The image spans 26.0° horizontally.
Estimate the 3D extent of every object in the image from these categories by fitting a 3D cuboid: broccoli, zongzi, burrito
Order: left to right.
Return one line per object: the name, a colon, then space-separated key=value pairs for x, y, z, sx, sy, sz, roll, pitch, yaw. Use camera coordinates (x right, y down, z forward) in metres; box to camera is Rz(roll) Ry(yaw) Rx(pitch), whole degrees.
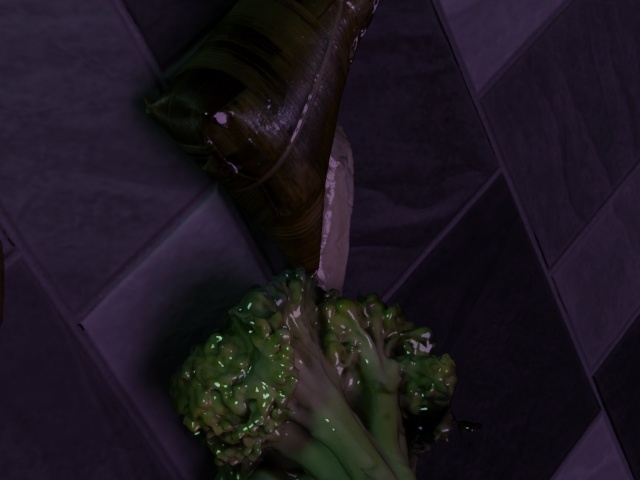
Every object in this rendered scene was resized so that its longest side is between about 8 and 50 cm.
zongzi: x=-0.013 y=-0.135 z=1.486 sx=0.286 sy=0.134 sz=0.288 roll=-52 pitch=128 yaw=-20
burrito: x=0.000 y=0.000 z=1.582 sx=0.082 sy=0.059 sz=0.275 roll=-5 pitch=102 yaw=-58
broccoli: x=0.016 y=0.191 z=1.449 sx=0.293 sy=0.281 sz=0.347 roll=-26 pitch=133 yaw=-9

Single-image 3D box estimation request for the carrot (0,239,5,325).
carrot: x=-0.340 y=0.156 z=1.286 sx=0.070 sy=0.070 sz=0.342 roll=5 pitch=97 yaw=-44
